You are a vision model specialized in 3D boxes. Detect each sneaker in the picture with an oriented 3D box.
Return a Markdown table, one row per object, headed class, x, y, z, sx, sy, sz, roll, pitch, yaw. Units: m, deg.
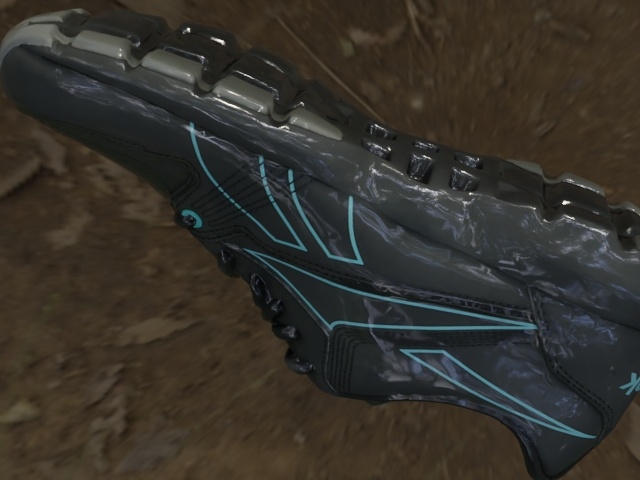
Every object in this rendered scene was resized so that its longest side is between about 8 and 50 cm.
| class | x | y | z | sx | sy | sz | roll | pitch | yaw |
| --- | --- | --- | --- | --- | --- | --- | --- | --- | --- |
| sneaker | 0.000 | 0.000 | 0.685 | 0.267 | 0.101 | 0.106 | 24 | 107 | 1 |
